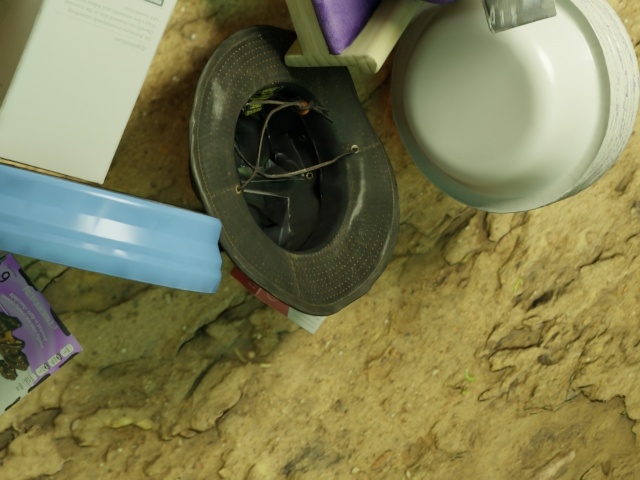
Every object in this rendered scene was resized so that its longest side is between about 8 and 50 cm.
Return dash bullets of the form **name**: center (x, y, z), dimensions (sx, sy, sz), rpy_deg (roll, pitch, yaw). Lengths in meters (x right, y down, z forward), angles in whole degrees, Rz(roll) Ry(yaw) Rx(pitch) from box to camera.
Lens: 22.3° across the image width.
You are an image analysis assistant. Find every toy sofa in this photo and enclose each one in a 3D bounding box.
- **toy sofa**: center (0.017, -0.362, 1.692), dimensions (0.150, 0.177, 0.362), rpy_deg (-58, 140, -42)

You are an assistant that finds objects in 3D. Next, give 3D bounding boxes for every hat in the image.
- **hat**: center (-0.063, -0.070, 1.824), dimensions (0.331, 0.134, 0.331), rpy_deg (15, 69, -45)

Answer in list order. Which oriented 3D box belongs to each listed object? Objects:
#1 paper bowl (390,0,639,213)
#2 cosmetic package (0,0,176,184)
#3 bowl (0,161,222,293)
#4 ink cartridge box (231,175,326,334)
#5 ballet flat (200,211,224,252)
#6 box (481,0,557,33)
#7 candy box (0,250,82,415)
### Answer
- **paper bowl**: center (0.210, -0.171, 1.865), dimensions (0.148, 0.284, 0.284), rpy_deg (-19, 126, -54)
- **cosmetic package**: center (-0.270, -0.205, 1.581), dimensions (0.138, 0.224, 0.224), rpy_deg (17, 103, -38)
- **bowl**: center (-0.281, -0.031, 1.569), dimensions (0.391, 0.391, 0.077), rpy_deg (14, 89, -38)
- **ink cartridge box**: center (0.000, 0.000, 1.969), dimensions (0.115, 0.067, 0.198), rpy_deg (36, 91, -40)
- **ballet flat**: center (-0.127, -0.005, 1.893), dimensions (0.173, 0.049, 0.057), rpy_deg (-16, 120, -27)
- **box**: center (0.168, -0.402, 1.726), dimensions (0.077, 0.307, 0.242), rpy_deg (-15, 127, 7)
- **candy box**: center (-0.386, 0.114, 1.766), dimensions (0.196, 0.070, 0.165), rpy_deg (-39, 129, -12)
